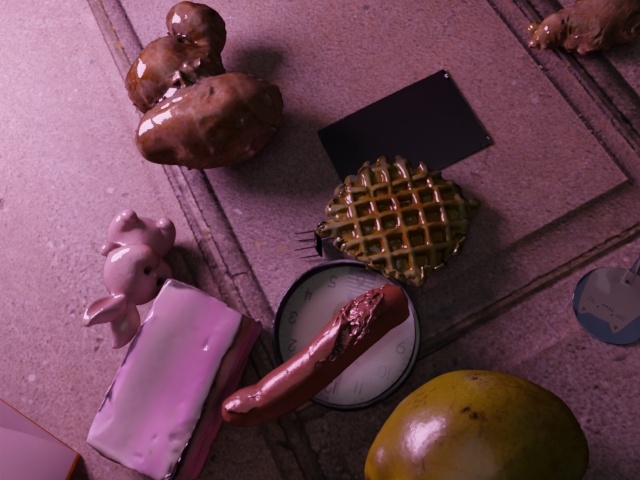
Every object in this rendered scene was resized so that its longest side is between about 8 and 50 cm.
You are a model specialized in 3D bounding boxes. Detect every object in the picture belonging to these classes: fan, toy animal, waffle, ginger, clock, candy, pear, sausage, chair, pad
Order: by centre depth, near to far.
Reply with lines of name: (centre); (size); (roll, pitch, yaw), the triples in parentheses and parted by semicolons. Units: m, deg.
pear: (0.189, 0.267, 0.716); (0.269, 0.212, 0.212); (-19, 71, 6)
sausage: (-0.003, 0.163, 0.801); (0.304, 0.078, 0.078); (-38, 71, -2)
fan: (0.436, 0.066, 0.837); (0.113, 0.005, 0.175); (31, 81, 17)
candy: (-0.208, 0.204, 0.851); (0.155, 0.116, 0.265); (19, 78, 16)
clock: (0.036, 0.137, 0.865); (0.226, 0.049, 0.226); (-3, 73, 9)
waffle: (0.118, -0.036, 0.883); (0.214, 0.054, 0.208); (31, 69, 15)
toy animal: (-0.277, 0.056, 0.889); (0.124, 0.124, 0.212); (-14, 49, 6)
chair: (0.001, 0.001, 0.917); (0.086, 0.037, 0.042); (-15, 59, 10)
ginger: (0.443, -0.358, 0.929); (0.213, 0.074, 0.137); (-39, 62, -7)
pad: (0.134, -0.170, 0.963); (0.243, 0.004, 0.163); (-26, 71, 1)
ginger: (-0.211, -0.252, 0.968); (0.244, 0.155, 0.304); (-31, 71, 2)

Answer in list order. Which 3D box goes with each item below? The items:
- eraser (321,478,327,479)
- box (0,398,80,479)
eraser: (-0.016, 0.484, 0.719); (0.078, 0.144, 0.343); (13, 75, 12)
box: (-0.495, 0.333, 0.733); (0.259, 0.283, 0.214); (42, 84, -11)
